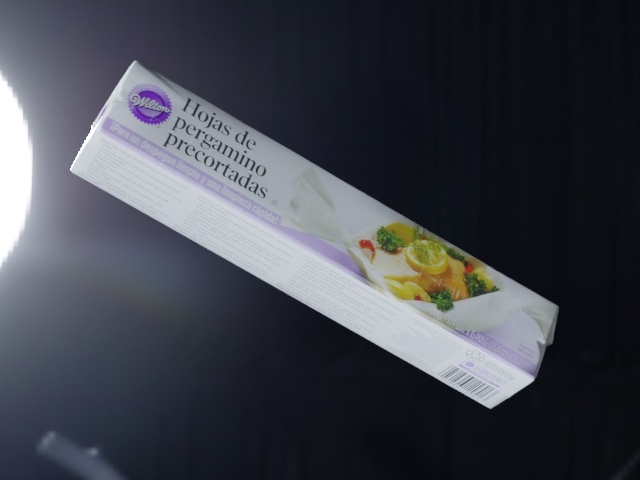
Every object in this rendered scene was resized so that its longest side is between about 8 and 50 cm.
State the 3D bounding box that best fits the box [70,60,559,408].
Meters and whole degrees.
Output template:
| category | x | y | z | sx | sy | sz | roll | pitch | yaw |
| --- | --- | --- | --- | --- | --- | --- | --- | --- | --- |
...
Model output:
| category | x | y | z | sx | sy | sz | roll | pitch | yaw |
| --- | --- | --- | --- | --- | --- | --- | --- | --- | --- |
| box | 0.000 | 0.000 | 1.101 | 0.324 | 0.063 | 0.067 | 29 | -33 | -9 |
